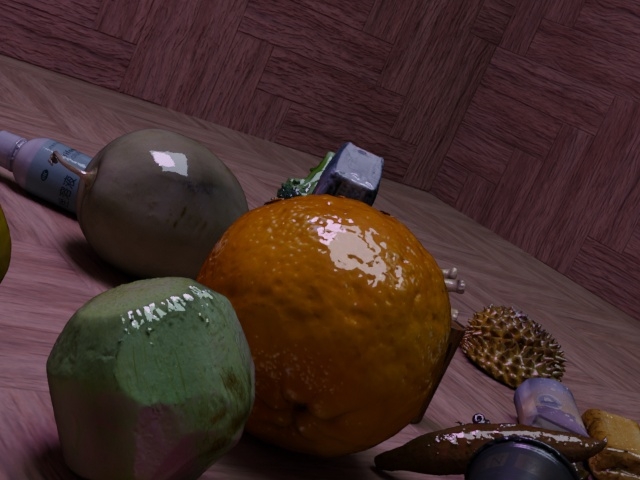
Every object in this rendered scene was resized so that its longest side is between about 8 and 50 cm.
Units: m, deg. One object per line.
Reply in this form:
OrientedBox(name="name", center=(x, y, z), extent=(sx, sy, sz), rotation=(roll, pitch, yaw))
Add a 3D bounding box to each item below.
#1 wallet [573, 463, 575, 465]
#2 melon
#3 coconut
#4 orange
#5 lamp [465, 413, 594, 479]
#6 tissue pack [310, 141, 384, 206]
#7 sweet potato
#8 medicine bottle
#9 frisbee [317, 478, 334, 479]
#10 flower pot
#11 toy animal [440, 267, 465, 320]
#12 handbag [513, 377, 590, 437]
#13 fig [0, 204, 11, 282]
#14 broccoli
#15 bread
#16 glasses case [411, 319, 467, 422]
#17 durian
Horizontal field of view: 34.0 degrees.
OrientedBox(name="wallet", center=(0.364, 0.366, 1.650), extent=(0.095, 0.033, 0.190), rotation=(23, 11, 2))
OrientedBox(name="melon", center=(-0.262, -0.056, 1.747), extent=(0.308, 0.271, 0.272), rotation=(-1, 26, -46))
OrientedBox(name="coconut", center=(-0.174, 0.162, 1.093), extent=(0.205, 0.235, 0.236), rotation=(-8, 5, 14))
OrientedBox(name="orange", center=(-0.006, 0.116, 1.331), extent=(0.341, 0.340, 0.293), rotation=(24, 38, 0))
OrientedBox(name="lamp", center=(0.293, 0.342, 1.440), extent=(0.118, 0.118, 0.253), rotation=(12, 14, -46))
OrientedBox(name="tissue pack", center=(0.000, 0.000, 1.807), extent=(0.103, 0.315, 0.228), rotation=(26, 19, -1))
OrientedBox(name="sweet potato", center=(0.228, 0.273, 1.396), extent=(0.315, 0.072, 0.066), rotation=(-6, -7, -2))
OrientedBox(name="medicine bottle", center=(-0.500, -0.129, 1.946), extent=(0.352, 0.110, 0.110), rotation=(25, 12, 4))
OrientedBox(name="frisbee", center=(0.033, 0.320, 1.245), extent=(0.110, 0.014, 0.110), rotation=(24, 11, -5))
OrientedBox(name="flower pot", center=(0.239, 0.332, 1.293), extent=(0.157, 0.157, 0.107), rotation=(28, 23, 17))
OrientedBox(name="toy animal", center=(0.238, 0.110, 2.353), extent=(0.169, 0.121, 0.233), rotation=(15, 7, 9))
OrientedBox(name="handbag", center=(0.402, 0.312, 1.843), extent=(0.117, 0.095, 0.173), rotation=(28, 19, -7))
OrientedBox(name="fig", center=(-0.483, 0.009, 1.209), extent=(0.207, 0.207, 0.230), rotation=(31, 47, 30))
OrientedBox(name="broccoli", center=(0.006, -0.063, 2.373), extent=(0.265, 0.245, 0.294), rotation=(10, -23, 33))
OrientedBox(name="bread", center=(0.511, 0.365, 1.816), extent=(0.114, 0.083, 0.211), rotation=(20, 11, 4))
OrientedBox(name="glasses case", center=(0.173, 0.205, 1.646), extent=(0.065, 0.169, 0.041), rotation=(12, 16, -48))
OrientedBox(name="durian", center=(0.404, 0.221, 2.151), extent=(0.250, 0.138, 0.183), rotation=(36, 7, 24))
